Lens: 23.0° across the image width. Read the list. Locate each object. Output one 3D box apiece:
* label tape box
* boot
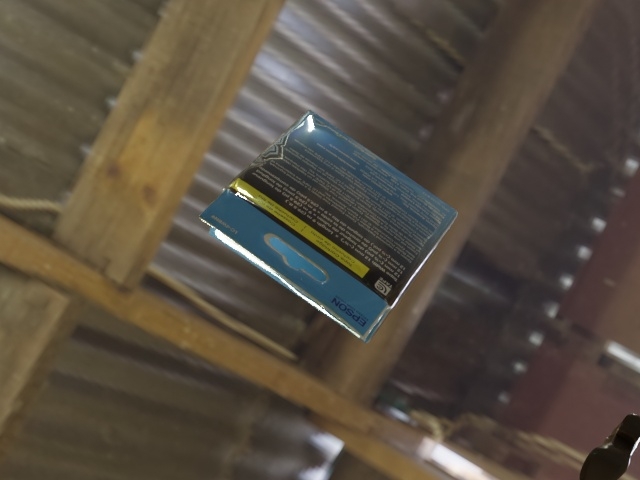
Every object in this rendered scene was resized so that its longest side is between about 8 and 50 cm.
[{"bbox_3d":[0.000,0.000,1.995,0.115,0.249,0.348,-58,-5,36],"label":"label tape box"},{"bbox_3d":[0.274,0.233,1.549,0.106,0.037,0.114,-40,-19,-32],"label":"boot"}]
